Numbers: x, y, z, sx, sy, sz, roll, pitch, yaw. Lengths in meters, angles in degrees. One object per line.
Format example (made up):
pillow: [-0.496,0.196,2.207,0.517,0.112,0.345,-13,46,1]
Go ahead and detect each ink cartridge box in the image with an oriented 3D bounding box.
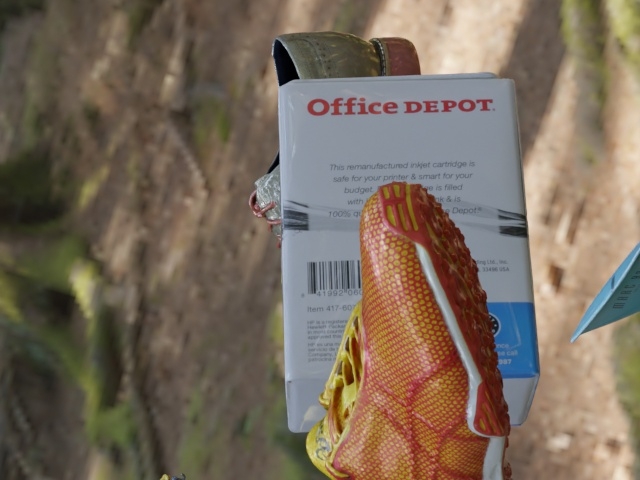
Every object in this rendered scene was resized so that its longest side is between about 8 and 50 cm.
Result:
ink cartridge box: [0.050,0.007,1.168,0.086,0.148,0.203,89,180,-62]

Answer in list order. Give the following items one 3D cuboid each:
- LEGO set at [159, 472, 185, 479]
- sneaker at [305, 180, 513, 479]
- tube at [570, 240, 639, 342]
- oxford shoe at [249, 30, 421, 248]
LEGO set: [-0.137,0.305,1.528,0.331,0.192,0.255,7,73,33]
sneaker: [0.026,0.053,0.609,0.064,0.067,0.175,-94,-4,-46]
tube: [0.201,-0.007,0.970,0.207,0.052,0.080,-22,-34,-46]
oxford shoe: [0.000,0.000,1.535,0.123,0.130,0.348,144,131,-66]
